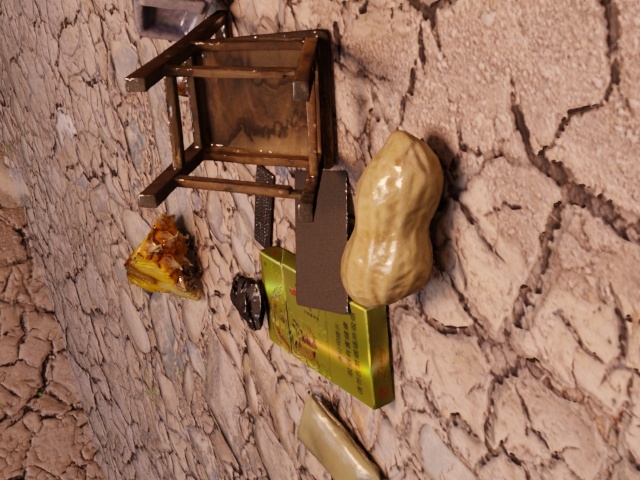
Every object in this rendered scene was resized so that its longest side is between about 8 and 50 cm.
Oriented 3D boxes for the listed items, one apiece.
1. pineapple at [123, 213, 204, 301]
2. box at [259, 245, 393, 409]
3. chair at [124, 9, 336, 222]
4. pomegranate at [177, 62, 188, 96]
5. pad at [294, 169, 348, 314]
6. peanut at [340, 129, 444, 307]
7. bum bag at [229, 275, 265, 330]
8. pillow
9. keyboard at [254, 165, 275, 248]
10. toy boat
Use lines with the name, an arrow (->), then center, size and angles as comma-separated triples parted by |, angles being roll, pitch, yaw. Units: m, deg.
pineapple -> -0.294, 0.034, 1.929 | 0.164, 0.140, 0.250 | 23, 159, 1
box -> 0.002, 0.131, 1.520 | 0.311, 0.043, 0.173 | 27, 128, 52
chair -> -0.087, -0.200, 1.369 | 0.240, 0.416, 0.203 | 2, 116, 12
pomegranate -> -0.222, -0.285, 1.643 | 0.084, 0.073, 0.073 | -25, 84, 36
pad -> 0.000, 0.000, 1.437 | 0.143, 0.003, 0.212 | 6, 98, 56
peanut -> 0.097, -0.016, 1.213 | 0.123, 0.123, 0.257 | 46, 138, 37
bum bag -> -0.131, 0.110, 1.694 | 0.197, 0.049, 0.087 | -169, 68, -75
pillow -> 0.027, 0.356, 1.596 | 0.208, 0.053, 0.119 | 46, 144, 32
keyboard -> -0.096, -0.053, 1.613 | 0.053, 0.010, 0.155 | 40, 138, 41
toy boat -> -0.208, -0.430, 1.422 | 0.078, 0.127, 0.283 | -107, 31, -43
